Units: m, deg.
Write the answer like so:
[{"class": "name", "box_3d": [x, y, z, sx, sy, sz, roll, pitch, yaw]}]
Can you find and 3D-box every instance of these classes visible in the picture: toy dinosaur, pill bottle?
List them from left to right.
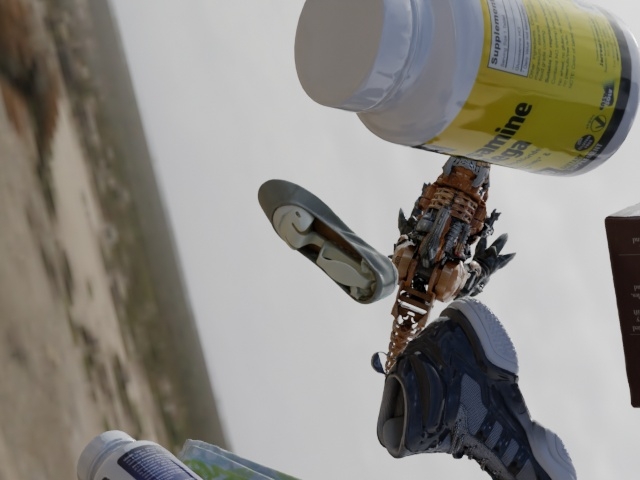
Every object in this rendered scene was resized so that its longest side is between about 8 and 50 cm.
[{"class": "pill bottle", "box_3d": [-0.164, 0.252, 1.634, 0.169, 0.094, 0.094, 31, -39, 43]}, {"class": "toy dinosaur", "box_3d": [0.144, 0.021, 2.220, 0.164, 0.322, 0.218, 43, 12, 6]}, {"class": "pill bottle", "box_3d": [0.148, -0.176, 1.682, 0.188, 0.334, 0.188, -15, -109, 52]}]

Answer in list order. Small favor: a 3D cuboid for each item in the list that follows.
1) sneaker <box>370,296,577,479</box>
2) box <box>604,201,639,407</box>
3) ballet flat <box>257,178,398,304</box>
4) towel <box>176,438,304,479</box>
[{"class": "sneaker", "box_3d": [0.146, 0.202, 1.664, 0.268, 0.153, 0.101, 65, -19, -3]}, {"class": "box", "box_3d": [0.409, 0.053, 1.689, 0.168, 0.167, 0.203, -2, -78, 41]}, {"class": "ballet flat", "box_3d": [0.000, 0.000, 2.033, 0.213, 0.068, 0.072, 37, -57, 12]}, {"class": "towel", "box_3d": [-0.057, 0.426, 1.767, 0.090, 0.320, 0.374, 132, -22, -67]}]
